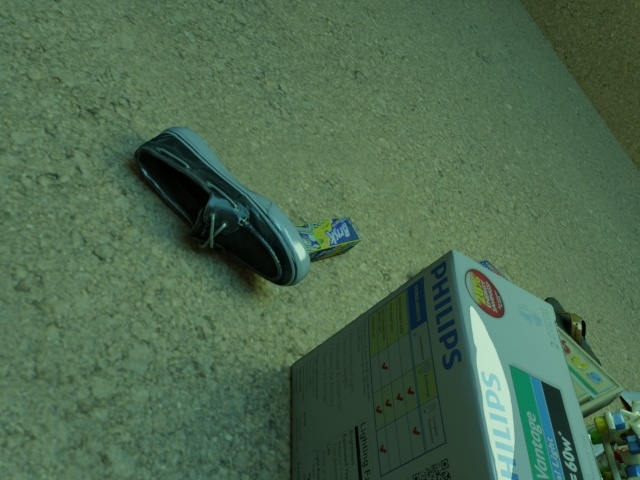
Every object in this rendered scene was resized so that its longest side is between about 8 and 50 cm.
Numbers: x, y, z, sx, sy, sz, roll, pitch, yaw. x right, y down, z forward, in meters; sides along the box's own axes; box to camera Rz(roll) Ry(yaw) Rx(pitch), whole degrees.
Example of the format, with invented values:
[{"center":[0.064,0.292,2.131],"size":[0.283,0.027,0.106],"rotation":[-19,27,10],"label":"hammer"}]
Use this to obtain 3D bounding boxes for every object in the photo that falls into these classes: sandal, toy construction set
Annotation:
[{"center":[0.633,0.228,1.829],"size":[0.090,0.060,0.219],"rotation":[-19,73,-53],"label":"sandal"},{"center":[0.617,0.427,1.477],"size":[0.327,0.151,0.215],"rotation":[6,68,-62],"label":"toy construction set"}]

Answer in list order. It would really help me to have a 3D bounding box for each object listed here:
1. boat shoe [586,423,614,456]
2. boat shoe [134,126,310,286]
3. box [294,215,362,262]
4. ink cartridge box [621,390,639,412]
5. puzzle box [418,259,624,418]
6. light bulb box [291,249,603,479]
[{"center":[0.618,0.437,1.624],"size":[0.184,0.066,0.063],"rotation":[-3,74,-51],"label":"boat shoe"},{"center":[-0.166,-0.037,1.178],"size":[0.335,0.121,0.119],"rotation":[43,42,8],"label":"boat shoe"},{"center":[0.000,0.000,1.356],"size":[0.169,0.054,0.059],"rotation":[-12,68,-52],"label":"box"},{"center":[0.913,0.554,1.848],"size":[0.308,0.091,0.385],"rotation":[13,32,-40],"label":"ink cartridge box"},{"center":[0.404,0.196,1.512],"size":[0.272,0.052,0.409],"rotation":[-3,42,-49],"label":"puzzle box"},{"center":[0.150,0.274,1.003],"size":[0.225,0.361,0.358],"rotation":[26,42,-29],"label":"light bulb box"}]
